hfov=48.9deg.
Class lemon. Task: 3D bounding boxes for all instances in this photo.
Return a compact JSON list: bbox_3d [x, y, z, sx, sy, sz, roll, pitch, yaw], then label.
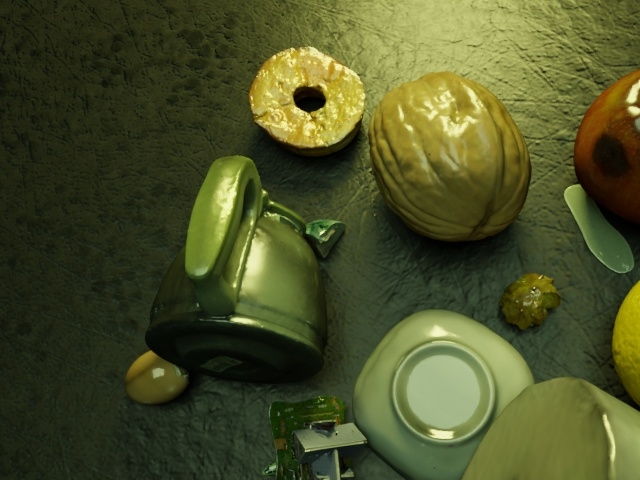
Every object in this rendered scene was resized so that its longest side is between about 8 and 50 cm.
[{"bbox_3d":[0.461,0.132,0.875,0.186,0.187,0.244,8,73,13],"label":"lemon"}]

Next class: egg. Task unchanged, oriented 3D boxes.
[{"bbox_3d":[-0.241,0.201,1.029,0.096,0.080,0.080,-26,69,-2],"label":"egg"}]

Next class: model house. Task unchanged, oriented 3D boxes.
[{"bbox_3d":[0.001,0.290,0.918,0.117,0.088,0.167,0,78,-18],"label":"model house"}]

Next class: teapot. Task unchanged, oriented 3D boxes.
[{"bbox_3d":[-0.125,0.043,0.949,0.239,0.321,0.239,-12,58,31],"label":"teapot"}]

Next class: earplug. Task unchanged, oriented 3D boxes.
[{"bbox_3d":[0.356,0.367,0.721,0.394,0.312,0.313,29,77,-3],"label":"earplug"}]

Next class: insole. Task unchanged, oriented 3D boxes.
[{"bbox_3d":[0.407,-0.018,1.032,0.053,0.002,0.153,-23,69,2],"label":"insole"}]

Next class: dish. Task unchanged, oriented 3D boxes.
[{"bbox_3d":[0.163,0.208,0.936,0.256,0.117,0.256,-3,70,10],"label":"dish"}]

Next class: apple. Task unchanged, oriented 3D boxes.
[{"bbox_3d":[0.463,-0.137,0.954,0.229,0.230,0.230,-3,71,9],"label":"apple"}]

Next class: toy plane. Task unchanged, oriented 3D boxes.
[{"bbox_3d":[-0.031,0.300,0.975,0.111,0.040,0.102,-21,66,-18],"label":"toy plane"}]

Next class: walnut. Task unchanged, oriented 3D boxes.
[{"bbox_3d":[0.180,-0.122,1.000,0.225,0.225,0.261,-21,64,2],"label":"walnut"}]

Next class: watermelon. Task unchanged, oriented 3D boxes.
[{"bbox_3d":[0.000,0.000,1.072,0.085,0.085,0.061,-15,104,4],"label":"watermelon"}]

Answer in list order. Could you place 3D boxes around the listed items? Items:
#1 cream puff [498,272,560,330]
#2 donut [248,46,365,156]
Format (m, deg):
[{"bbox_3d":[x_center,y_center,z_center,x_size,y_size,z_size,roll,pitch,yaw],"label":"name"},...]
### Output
[{"bbox_3d":[0.293,0.082,0.988,0.083,0.058,0.083,-11,68,8],"label":"cream puff"},{"bbox_3d":[-0.018,-0.217,1.141,0.190,0.075,0.174,15,73,10],"label":"donut"}]
